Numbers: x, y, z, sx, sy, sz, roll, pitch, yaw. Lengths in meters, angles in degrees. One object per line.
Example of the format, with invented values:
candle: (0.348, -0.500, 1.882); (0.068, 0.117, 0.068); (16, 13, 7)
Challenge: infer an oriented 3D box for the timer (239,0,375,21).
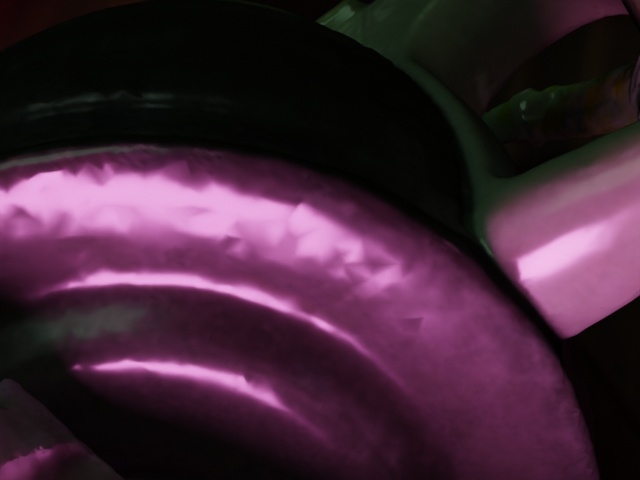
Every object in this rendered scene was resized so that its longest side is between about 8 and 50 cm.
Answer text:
timer: (0.103, -0.159, 0.749); (0.266, 0.175, 0.175); (5, 53, 14)

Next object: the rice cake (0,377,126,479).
rice cake: (-0.006, 0.156, 0.438); (0.298, 0.050, 0.106); (41, 115, 9)

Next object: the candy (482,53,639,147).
candy: (0.074, -0.037, 0.702); (0.305, 0.091, 0.083); (-12, 12, 37)

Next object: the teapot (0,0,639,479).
teapot: (-0.023, -0.005, 0.576); (0.321, 0.239, 0.239); (-60, 14, 29)
